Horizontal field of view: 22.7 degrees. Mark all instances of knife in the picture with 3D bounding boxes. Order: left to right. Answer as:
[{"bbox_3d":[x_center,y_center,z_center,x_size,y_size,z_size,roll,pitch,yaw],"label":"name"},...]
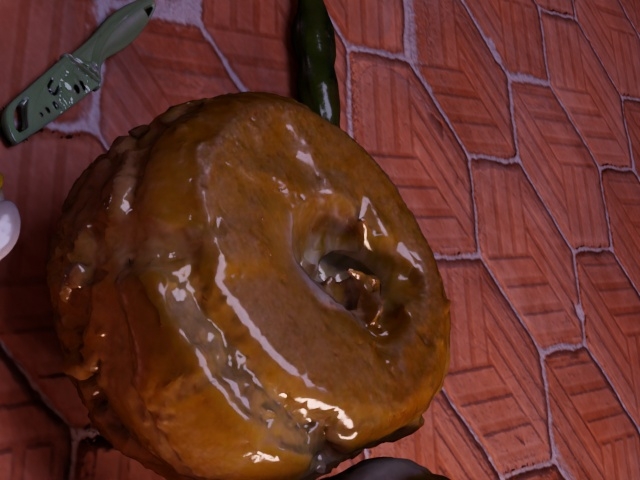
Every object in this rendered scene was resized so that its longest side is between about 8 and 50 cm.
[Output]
[{"bbox_3d":[-0.199,-0.149,1.364,0.043,0.020,0.293,59,30,-15],"label":"knife"}]

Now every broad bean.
[{"bbox_3d":[-0.002,-0.164,1.673,0.060,0.043,0.298,40,38,-55],"label":"broad bean"}]

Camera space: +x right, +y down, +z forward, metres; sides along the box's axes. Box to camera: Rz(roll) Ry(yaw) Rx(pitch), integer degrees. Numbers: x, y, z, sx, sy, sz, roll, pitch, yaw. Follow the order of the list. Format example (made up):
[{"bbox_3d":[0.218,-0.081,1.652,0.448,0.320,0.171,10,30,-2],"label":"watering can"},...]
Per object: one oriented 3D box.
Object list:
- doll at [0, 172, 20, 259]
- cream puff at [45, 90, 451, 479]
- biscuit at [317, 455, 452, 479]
[{"bbox_3d":[-0.292,-0.142,1.060,0.099,0.188,0.384,-21,103,-32],"label":"doll"},{"bbox_3d":[-0.063,0.058,1.212,0.327,0.231,0.343,42,42,-23],"label":"cream puff"},{"bbox_3d":[0.026,0.321,1.168,0.332,0.103,0.332,-33,129,-52],"label":"biscuit"}]
